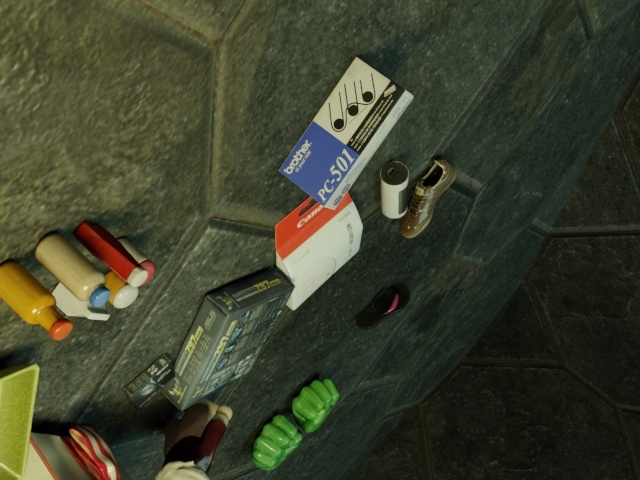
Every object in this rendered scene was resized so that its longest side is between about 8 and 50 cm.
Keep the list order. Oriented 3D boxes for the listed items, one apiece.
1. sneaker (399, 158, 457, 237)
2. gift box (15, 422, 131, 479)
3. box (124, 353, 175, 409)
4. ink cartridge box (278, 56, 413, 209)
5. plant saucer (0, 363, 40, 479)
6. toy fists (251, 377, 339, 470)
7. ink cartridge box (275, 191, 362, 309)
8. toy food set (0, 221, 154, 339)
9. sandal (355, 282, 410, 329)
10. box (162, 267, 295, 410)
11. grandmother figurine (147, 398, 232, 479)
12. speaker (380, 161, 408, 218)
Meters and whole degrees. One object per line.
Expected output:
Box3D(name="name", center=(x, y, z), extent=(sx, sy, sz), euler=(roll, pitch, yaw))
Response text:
Box3D(name="sneaker", center=(0.217, -0.095, 1.841), extent=(0.071, 0.066, 0.188), euler=(24, 99, -52))
Box3D(name="gift box", center=(-0.365, 0.416, 1.213), extent=(0.258, 0.255, 0.276), euler=(-42, 163, 1))
Box3D(name="box", center=(-0.276, 0.230, 1.390), extent=(0.083, 0.018, 0.067), euler=(-42, 158, -24))
Box3D(name="ink cartridge box", center=(0.037, -0.158, 1.275), extent=(0.207, 0.097, 0.046), euler=(-54, 160, 10))
Box3D(name="plant saucer", center=(-0.430, 0.240, 1.009), extent=(0.188, 0.045, 0.188), euler=(-21, 133, -53))
Box3D(name="toy fists", center=(-0.063, 0.455, 2.124), extent=(0.279, 0.096, 0.142), euler=(-40, 156, -23))
Box3D(name="ink cartridge box", center=(0.000, 0.000, 1.534), extent=(0.189, 0.066, 0.232), euler=(-41, 162, -25))
Box3D(name="toy food set", center=(-0.257, 0.055, 1.003), extent=(0.111, 0.104, 0.232), euler=(-53, 160, 5))
Box3D(name="sandal", center=(0.160, 0.159, 2.136), extent=(0.179, 0.067, 0.040), euler=(-36, 144, -30))
Box3D(name="box", center=(-0.158, 0.168, 1.476), extent=(0.183, 0.059, 0.232), euler=(-23, 147, -52))
Box3D(name="grandmother figurine", center=(-0.215, 0.359, 1.415), extent=(0.207, 0.104, 0.342), euler=(-58, -170, 6))
Box3D(name="speaker", center=(0.143, -0.097, 1.668), extent=(0.055, 0.055, 0.136), euler=(-45, 158, -17))
